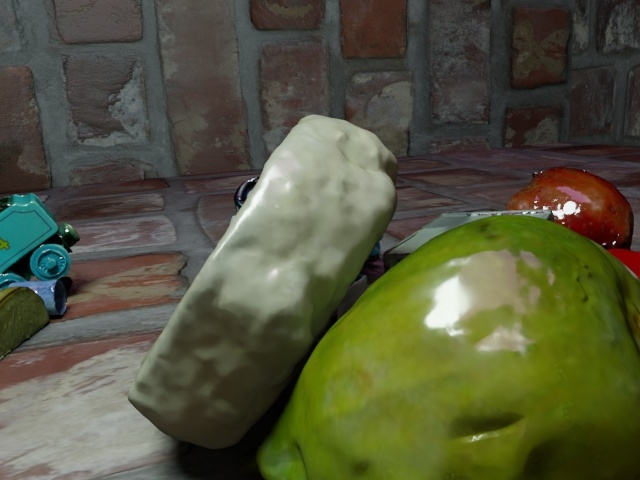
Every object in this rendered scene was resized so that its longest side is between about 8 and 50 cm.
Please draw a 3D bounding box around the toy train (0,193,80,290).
[{"bbox_3d":[-0.503,0.019,0.989,0.198,0.154,0.107,-38,27,-14],"label":"toy train"}]

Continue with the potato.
[{"bbox_3d":[-0.463,0.104,0.830,0.120,0.081,0.149,0,14,4],"label":"potato"}]

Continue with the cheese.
[{"bbox_3d":[-0.053,0.035,0.578,0.115,0.318,0.326,34,-15,-7],"label":"cheese"}]

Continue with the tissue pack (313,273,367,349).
[{"bbox_3d":[-0.034,0.085,0.786,0.170,0.090,0.103,5,15,25],"label":"tissue pack"}]

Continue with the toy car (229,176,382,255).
[{"bbox_3d":[-0.015,-0.010,0.987,0.255,0.188,0.190,-19,51,-5],"label":"toy car"}]

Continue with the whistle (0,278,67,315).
[{"bbox_3d":[-0.543,0.098,0.912,0.305,0.062,0.062,-5,14,-5],"label":"whistle"}]

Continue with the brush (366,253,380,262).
[{"bbox_3d":[-0.002,-0.001,1.197,0.067,0.071,0.313,-26,22,-25],"label":"brush"}]

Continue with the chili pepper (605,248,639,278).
[{"bbox_3d":[0.338,0.073,0.658,0.131,0.134,0.338,-17,16,-2],"label":"chili pepper"}]

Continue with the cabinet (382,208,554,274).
[{"bbox_3d":[0.185,0.059,0.712,0.145,0.150,0.206,0,14,30],"label":"cabinet"}]

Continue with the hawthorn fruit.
[{"bbox_3d":[0.401,-0.009,0.950,0.181,0.181,0.235,-9,33,-22],"label":"hawthorn fruit"}]

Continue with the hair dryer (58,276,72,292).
[{"bbox_3d":[-0.468,0.089,1.025,0.083,0.031,0.079,-13,18,23],"label":"hair dryer"}]

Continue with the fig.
[{"bbox_3d":[0.095,0.134,0.422,0.233,0.314,0.233,31,19,-12],"label":"fig"}]
